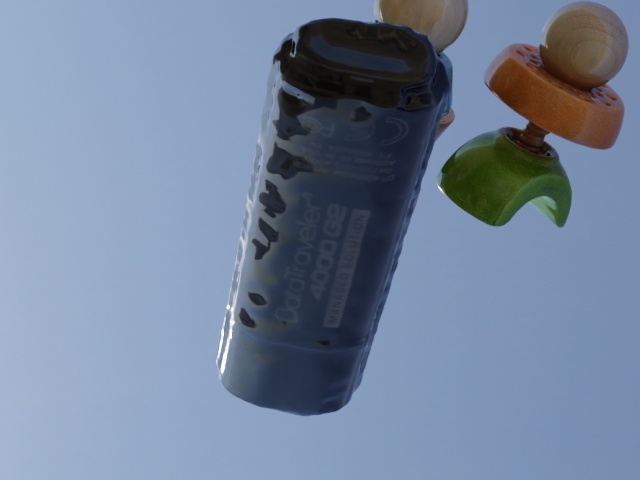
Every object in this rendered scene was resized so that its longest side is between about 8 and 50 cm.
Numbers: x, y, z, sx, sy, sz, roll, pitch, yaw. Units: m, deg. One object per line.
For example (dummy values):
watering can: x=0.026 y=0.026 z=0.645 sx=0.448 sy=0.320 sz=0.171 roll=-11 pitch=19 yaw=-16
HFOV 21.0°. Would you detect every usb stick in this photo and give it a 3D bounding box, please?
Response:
usb stick: x=0.000 y=0.000 z=0.808 sx=0.278 sy=0.077 sz=0.045 roll=104 pitch=-4 yaw=-55

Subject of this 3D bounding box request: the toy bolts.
toy bolts: x=0.078 y=-0.120 z=1.169 sx=0.218 sy=0.228 sz=0.158 roll=40 pitch=-63 yaw=33
